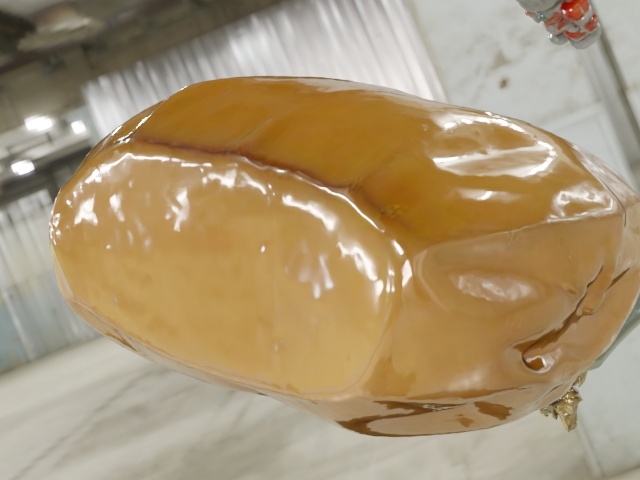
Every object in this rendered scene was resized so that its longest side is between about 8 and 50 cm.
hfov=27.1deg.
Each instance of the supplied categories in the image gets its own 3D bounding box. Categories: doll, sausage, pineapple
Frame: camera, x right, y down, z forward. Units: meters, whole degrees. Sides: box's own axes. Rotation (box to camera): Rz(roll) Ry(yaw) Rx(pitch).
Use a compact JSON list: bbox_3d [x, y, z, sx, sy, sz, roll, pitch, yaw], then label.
[{"bbox_3d":[0.182,-0.219,1.083,0.094,0.180,0.079,25,73,42],"label":"doll"},{"bbox_3d":[0.000,0.001,0.494,0.241,0.120,0.136,11,14,39],"label":"sausage"},{"bbox_3d":[0.198,0.116,1.173,0.114,0.114,0.077,-17,18,11],"label":"pineapple"}]

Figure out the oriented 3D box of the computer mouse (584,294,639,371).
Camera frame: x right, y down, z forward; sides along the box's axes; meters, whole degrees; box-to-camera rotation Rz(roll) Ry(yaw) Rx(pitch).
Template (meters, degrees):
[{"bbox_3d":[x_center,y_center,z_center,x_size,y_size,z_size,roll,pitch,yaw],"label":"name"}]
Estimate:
[{"bbox_3d":[0.217,0.039,1.052,0.181,0.089,0.056,-30,9,-37],"label":"computer mouse"}]
